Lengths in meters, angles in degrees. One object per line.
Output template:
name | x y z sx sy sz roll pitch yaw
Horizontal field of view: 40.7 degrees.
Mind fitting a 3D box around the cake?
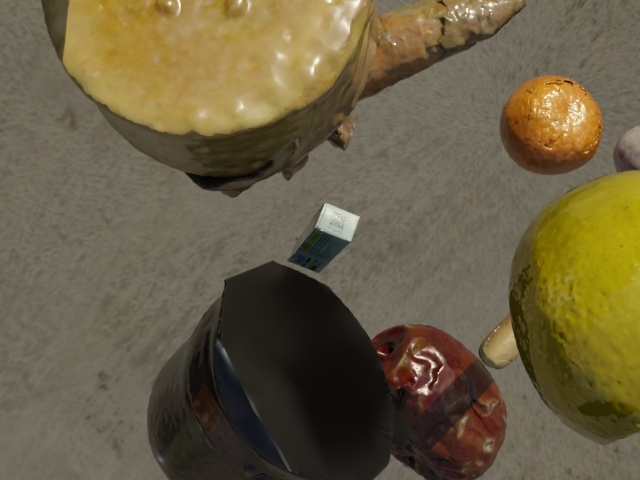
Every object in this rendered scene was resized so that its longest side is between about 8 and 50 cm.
cake | -0.095 -0.213 0.924 0.332 0.321 0.332 -1 78 4

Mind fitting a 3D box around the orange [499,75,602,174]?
orange | 0.434 -0.213 1.636 0.193 0.161 0.193 1 84 -10

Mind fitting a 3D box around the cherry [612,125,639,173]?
cherry | 0.736 -0.108 1.599 0.326 0.291 0.335 -38 76 36

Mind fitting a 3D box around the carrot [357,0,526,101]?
carrot | 0.130 -0.252 1.079 0.263 0.102 0.102 -18 94 11

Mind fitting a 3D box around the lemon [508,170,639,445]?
lemon | 0.275 0.044 0.748 0.240 0.240 0.219 -30 70 14

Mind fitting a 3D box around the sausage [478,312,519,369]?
sausage | 0.375 0.099 1.436 0.066 0.066 0.301 44 76 3

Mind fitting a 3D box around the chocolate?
chocolate | -0.115 0.263 1.369 0.331 0.383 0.383 -33 90 30

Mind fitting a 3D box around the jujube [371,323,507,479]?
jujube | 0.234 0.344 1.802 0.276 0.276 0.377 -37 121 14

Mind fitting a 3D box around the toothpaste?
toothpaste | 0.000 0.000 0.990 0.046 0.164 0.034 22 72 -6
